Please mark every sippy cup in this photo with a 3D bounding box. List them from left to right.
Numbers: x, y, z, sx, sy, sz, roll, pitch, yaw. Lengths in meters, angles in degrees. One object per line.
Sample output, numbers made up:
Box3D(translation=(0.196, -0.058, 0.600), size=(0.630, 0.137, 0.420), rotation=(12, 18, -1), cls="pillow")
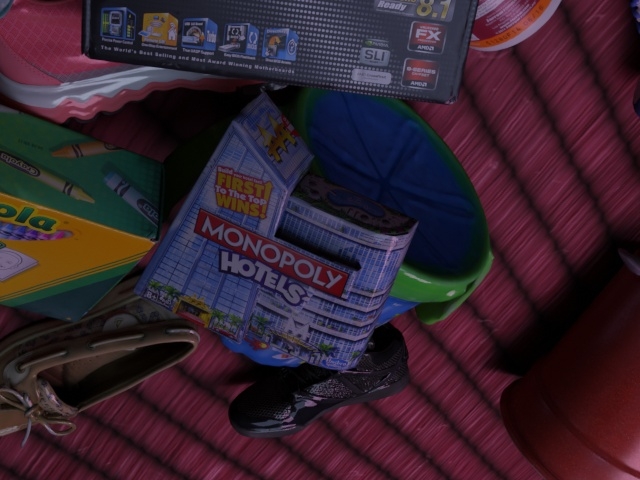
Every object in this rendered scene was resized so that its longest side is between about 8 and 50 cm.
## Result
Box3D(translation=(0.000, 0.000, 1.007), size=(0.305, 0.240, 0.224), rotation=(45, 125, -6), cls="sippy cup")

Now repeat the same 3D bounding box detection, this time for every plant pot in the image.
Box3D(translation=(0.407, 0.169, 1.331), size=(0.272, 0.272, 0.265), rotation=(10, 121, -32), cls="plant pot")

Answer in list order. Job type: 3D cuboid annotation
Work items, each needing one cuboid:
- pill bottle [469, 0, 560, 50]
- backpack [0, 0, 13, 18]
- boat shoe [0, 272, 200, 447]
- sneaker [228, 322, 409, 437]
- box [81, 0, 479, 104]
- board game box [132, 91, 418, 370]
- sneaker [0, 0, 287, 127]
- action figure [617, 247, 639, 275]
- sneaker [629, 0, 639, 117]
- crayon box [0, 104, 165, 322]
Box3D(translation=(0.091, -0.250, 0.845), size=(0.121, 0.121, 0.221), rotation=(-43, 135, 22), cls="pill bottle")
Box3D(translation=(-0.250, -0.241, 0.667), size=(0.144, 0.166, 0.188), rotation=(-6, 142, 41), cls="backpack")
Box3D(translation=(-0.256, 0.134, 1.118), size=(0.285, 0.089, 0.104), rotation=(-32, 138, 11), cls="boat shoe")
Box3D(translation=(-0.003, 0.148, 1.248), size=(0.227, 0.087, 0.130), rotation=(-16, 136, -12), cls="sneaker")
Box3D(translation=(-0.020, -0.216, 0.726), size=(0.270, 0.060, 0.216), rotation=(7, 119, -5), cls="box")
Box3D(translation=(-0.034, -0.005, 0.834), size=(0.194, 0.060, 0.194), rotation=(24, 127, 8), cls="board game box")
Box3D(translation=(-0.111, -0.185, 0.830), size=(0.313, 0.116, 0.136), rotation=(-16, 137, -8), cls="sneaker")
Box3D(translation=(0.485, -0.061, 1.157), size=(0.330, 0.178, 0.341), rotation=(-33, 144, -8), cls="action figure")
Box3D(translation=(0.327, -0.234, 0.998), size=(0.131, 0.112, 0.296), rotation=(8, 135, -1), cls="sneaker")
Box3D(translation=(-0.284, -0.034, 0.845), size=(0.278, 0.081, 0.165), rotation=(19, 143, -29), cls="crayon box")
